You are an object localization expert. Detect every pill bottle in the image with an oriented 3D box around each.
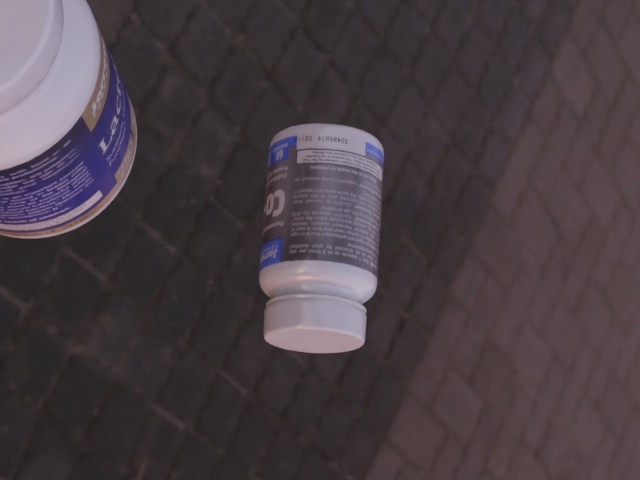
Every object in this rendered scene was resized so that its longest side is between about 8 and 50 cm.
[{"bbox_3d":[-0.211,-0.102,0.946,0.264,0.153,0.153,86,24,-77],"label":"pill bottle"},{"bbox_3d":[0.000,0.000,0.942,0.078,0.078,0.137,31,57,-53],"label":"pill bottle"}]
